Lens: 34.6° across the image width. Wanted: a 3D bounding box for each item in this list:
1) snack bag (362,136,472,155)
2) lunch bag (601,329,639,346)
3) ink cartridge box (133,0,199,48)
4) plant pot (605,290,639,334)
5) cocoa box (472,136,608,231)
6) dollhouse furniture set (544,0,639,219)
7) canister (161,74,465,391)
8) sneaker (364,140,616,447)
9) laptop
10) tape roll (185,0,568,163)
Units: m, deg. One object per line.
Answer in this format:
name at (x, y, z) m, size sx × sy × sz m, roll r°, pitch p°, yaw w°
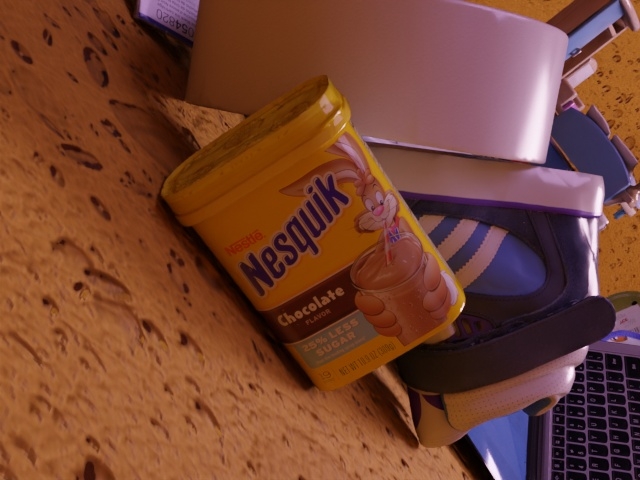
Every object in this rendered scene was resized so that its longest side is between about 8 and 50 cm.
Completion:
snack bag at (0.065, -0.093, 1.059) m, size 0.323 × 0.037 × 0.343 m, roll 24°, pitch 30°, yaw -28°
lunch bag at (0.511, 0.279, 1.393) m, size 0.327 × 0.239 × 0.385 m, roll 21°, pitch -8°, yaw 39°
ink cartridge box at (-0.084, -0.246, 0.927) m, size 0.223 × 0.045 × 0.224 m, roll 25°, pitch 62°, yaw -45°
plant pot at (0.559, 0.222, 1.762) m, size 0.293 × 0.274 × 0.275 m, roll 54°, pitch 11°, yaw -43°
cocoa box at (0.287, -0.080, 1.656) m, size 0.228 × 0.231 × 0.347 m, roll 55°, pitch 13°, yaw -2°
dollhouse furniture set at (0.446, -0.179, 1.509) m, size 0.303 × 0.198 × 0.286 m, roll 59°, pitch 16°, yaw 23°
canister at (0.000, 0.000, 0.653) m, size 0.170 × 0.126 × 0.073 m, roll 54°, pitch 13°, yaw -20°
sneaker at (0.066, 0.049, 0.785) m, size 0.322 × 0.236 × 0.130 m, roll 5°, pitch 8°, yaw -19°
laptop at (0.290, 0.111, 1.057) m, size 0.382 × 0.407 × 0.236 m, roll -63°, pitch 158°, yaw -61°
tape roll at (0.043, -0.131, 0.794) m, size 0.286 × 0.286 × 0.100 m, roll -20°, pitch 120°, yaw -77°
